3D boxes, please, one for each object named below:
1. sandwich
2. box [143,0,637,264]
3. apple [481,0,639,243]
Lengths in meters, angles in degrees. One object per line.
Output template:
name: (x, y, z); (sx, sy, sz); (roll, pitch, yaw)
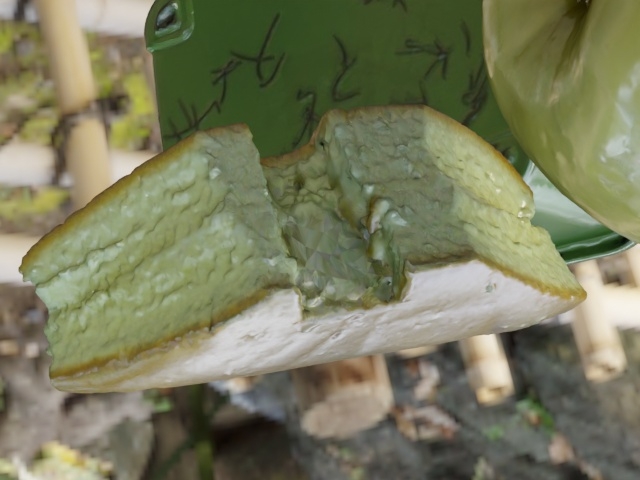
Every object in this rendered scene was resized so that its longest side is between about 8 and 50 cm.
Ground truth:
sandwich: (0.000, 0.000, 0.745); (0.244, 0.090, 0.088); (-10, 155, -16)
box: (0.045, -0.095, 1.192); (0.328, 0.253, 0.178); (-15, 166, 29)
apple: (0.149, -0.080, 0.590); (0.200, 0.200, 0.200); (-9, 149, -5)
